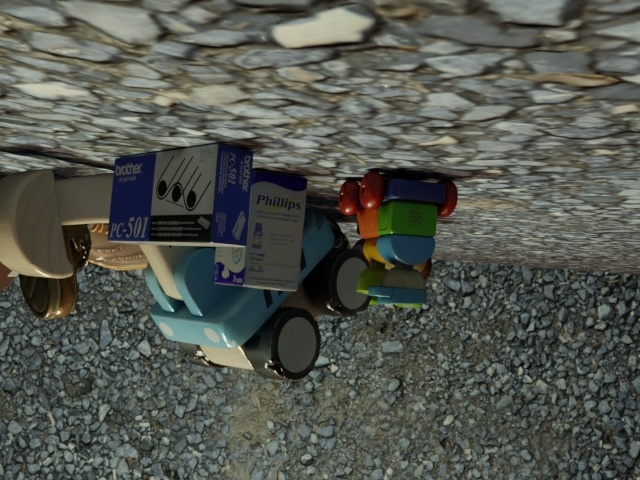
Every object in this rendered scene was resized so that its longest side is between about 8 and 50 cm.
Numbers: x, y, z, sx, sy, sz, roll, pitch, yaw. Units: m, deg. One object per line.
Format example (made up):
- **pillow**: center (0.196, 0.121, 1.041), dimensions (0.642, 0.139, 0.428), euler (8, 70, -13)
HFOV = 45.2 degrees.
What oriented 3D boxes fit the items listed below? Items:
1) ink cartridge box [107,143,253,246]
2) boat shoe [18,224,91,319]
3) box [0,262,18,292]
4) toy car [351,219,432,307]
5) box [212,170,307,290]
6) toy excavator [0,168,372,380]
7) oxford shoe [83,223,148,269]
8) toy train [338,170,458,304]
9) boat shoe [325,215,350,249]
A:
- **ink cartridge box**: center (-0.152, -0.043, 0.811), dimensions (0.046, 0.097, 0.207), euler (7, 176, -42)
- **boat shoe**: center (-0.387, 0.002, 1.132), dimensions (0.105, 0.110, 0.307), euler (8, -149, -36)
- **box**: center (-0.591, 0.017, 1.160), dimensions (0.203, 0.167, 0.168), euler (43, 176, 1)
- **toy car**: center (0.123, 0.024, 1.315), dimensions (0.149, 0.154, 0.188), euler (4, 167, 2)
- **box**: center (-0.077, -0.010, 0.944), dimensions (0.072, 0.137, 0.126), euler (7, 176, -25)
- **toy excavator**: center (-0.183, 0.015, 1.082), dimensions (0.222, 0.445, 0.433), euler (0, -144, 45)
- **oxford shoe**: center (-0.403, -0.018, 1.418), dimensions (0.364, 0.129, 0.133), euler (5, 171, -23)
- **toy train**: center (0.070, 0.003, 0.922), dimensions (0.105, 0.143, 0.248), euler (6, 177, -14)
- **boat shoe**: center (0.000, 0.000, 1.434), dimensions (0.108, 0.102, 0.301), euler (-3, -163, 4)
